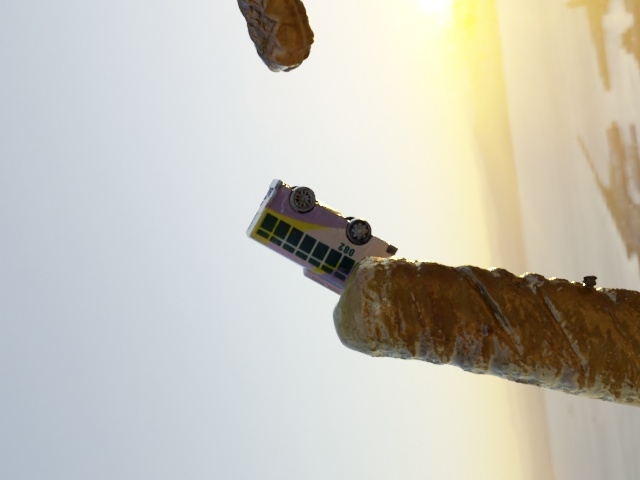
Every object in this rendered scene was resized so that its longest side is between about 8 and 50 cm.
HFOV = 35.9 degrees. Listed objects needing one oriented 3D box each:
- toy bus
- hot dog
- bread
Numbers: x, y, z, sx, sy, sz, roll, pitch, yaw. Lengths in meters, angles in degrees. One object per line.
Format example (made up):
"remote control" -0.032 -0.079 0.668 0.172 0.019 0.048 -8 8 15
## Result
"toy bus" 0.000 0.000 0.725 0.058 0.102 0.052 -60 9 0
"hot dog" 0.150 0.063 0.660 0.061 0.286 0.087 96 179 -67
"bread" -0.046 -0.198 0.715 0.157 0.044 0.052 69 -155 -9
